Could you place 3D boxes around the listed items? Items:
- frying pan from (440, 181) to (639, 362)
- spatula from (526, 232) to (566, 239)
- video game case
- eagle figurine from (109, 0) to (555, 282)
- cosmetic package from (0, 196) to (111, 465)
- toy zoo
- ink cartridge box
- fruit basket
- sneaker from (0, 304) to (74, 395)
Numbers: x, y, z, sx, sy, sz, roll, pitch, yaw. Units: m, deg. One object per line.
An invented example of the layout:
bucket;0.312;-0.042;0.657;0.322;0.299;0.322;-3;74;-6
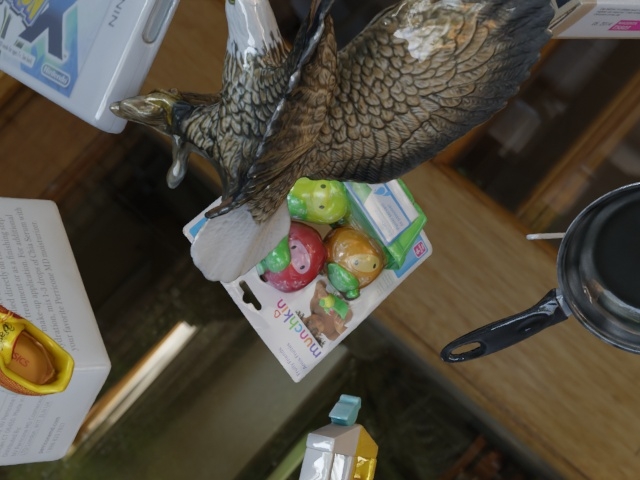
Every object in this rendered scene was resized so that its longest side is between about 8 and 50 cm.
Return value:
frying pan;0.293;0.066;1.022;0.197;0.326;0.053;37;-145;-5
spatula;0.368;-0.007;1.304;0.168;0.019;0.242;-3;-179;36
video game case;-0.216;-0.284;0.904;0.329;0.300;0.036;30;-172;39
eagle figurine;-0.012;-0.101;0.723;0.298;0.226;0.225;0;147;46
cosmetic package;-0.448;0.083;0.925;0.453;0.161;0.230;3;-136;-36
toy zoo;0.006;0.307;1.070;0.030;0.293;0.192;9;169;19
ink cartridge box;0.342;-0.353;1.279;0.088;0.234;0.193;-34;69;51
fruit basket;0.000;0.000;1.691;0.327;0.353;0.165;56;152;-17
sneaker;-0.245;0.055;0.718;0.067;0.064;0.175;-11;145;43
